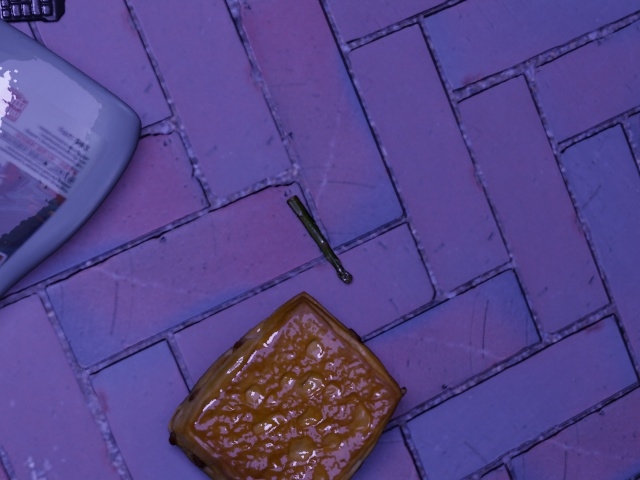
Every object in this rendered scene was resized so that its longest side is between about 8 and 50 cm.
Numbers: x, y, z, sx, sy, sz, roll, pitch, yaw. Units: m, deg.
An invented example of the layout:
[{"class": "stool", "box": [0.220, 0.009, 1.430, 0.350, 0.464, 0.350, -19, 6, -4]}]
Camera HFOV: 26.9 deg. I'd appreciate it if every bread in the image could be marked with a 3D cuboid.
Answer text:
[{"class": "bread", "box": [-0.036, 0.196, 1.550, 0.210, 0.099, 0.235, 43, 82, -13]}]

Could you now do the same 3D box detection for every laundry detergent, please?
[{"class": "laundry detergent", "box": [-0.393, -0.029, 1.401, 0.264, 0.125, 0.397, 35, 81, -18]}]

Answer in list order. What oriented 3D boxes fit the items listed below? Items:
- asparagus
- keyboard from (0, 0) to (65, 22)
[{"class": "asparagus", "box": [0.000, 0.000, 1.599, 0.015, 0.018, 0.127, -31, 103, 18]}, {"class": "keyboard", "box": [-0.343, -0.369, 1.467, 0.106, 0.016, 0.262, -7, 93, -20]}]
